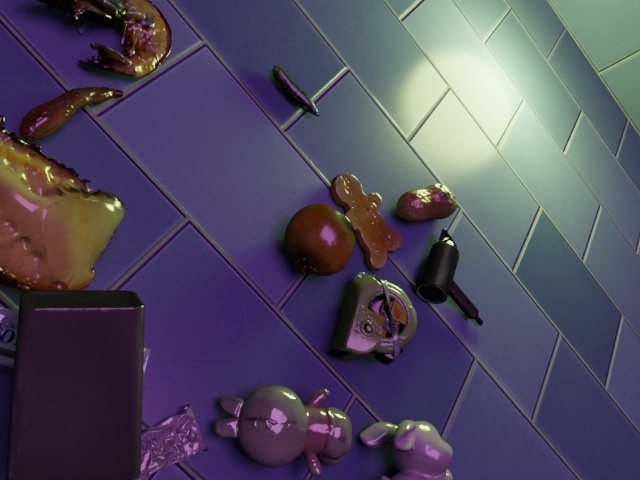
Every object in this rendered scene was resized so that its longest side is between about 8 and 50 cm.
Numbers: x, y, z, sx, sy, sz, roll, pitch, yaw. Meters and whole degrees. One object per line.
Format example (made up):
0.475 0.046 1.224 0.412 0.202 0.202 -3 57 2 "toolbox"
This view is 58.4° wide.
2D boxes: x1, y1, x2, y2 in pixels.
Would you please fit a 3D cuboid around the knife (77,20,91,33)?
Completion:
-0.434 -0.421 1.090 0.014 0.005 0.091 34 54 -22 "knife"

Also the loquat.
0.000 0.000 1.179 0.163 0.137 0.163 5 84 -50 "loquat"

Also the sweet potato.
-0.432 -0.232 0.994 0.050 0.050 0.214 51 47 -11 "sweet potato"

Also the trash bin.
-0.328 0.194 0.770 0.164 0.122 0.240 1 97 -26 "trash bin"

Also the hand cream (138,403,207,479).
-0.293 0.340 0.876 0.257 0.050 0.084 -16 85 -48 "hand cream"

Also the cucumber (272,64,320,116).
-0.060 -0.341 1.331 0.155 0.037 0.037 45 51 -13 "cucumber"

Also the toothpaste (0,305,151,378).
-0.423 0.158 0.834 0.336 0.067 0.081 24 57 -29 "toothpaste"

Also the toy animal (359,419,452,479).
0.175 0.459 1.143 0.178 0.127 0.193 15 67 -31 "toy animal"

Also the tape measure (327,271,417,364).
0.116 0.170 1.225 0.175 0.106 0.200 21 58 -14 "tape measure"

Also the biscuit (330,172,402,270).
0.102 -0.054 1.348 0.234 0.030 0.153 54 49 -7 "biscuit"

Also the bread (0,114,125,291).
-0.442 -0.030 0.835 0.262 0.163 0.204 47 45 -44 "bread"

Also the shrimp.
-0.401 -0.389 1.064 0.289 0.075 0.178 -7 81 -56 "shrimp"

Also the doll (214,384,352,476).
-0.048 0.332 1.025 0.275 0.113 0.155 23 63 -30 "doll"

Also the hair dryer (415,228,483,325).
0.352 0.118 1.463 0.248 0.078 0.195 49 49 -25 "hair dryer"

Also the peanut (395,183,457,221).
0.273 -0.096 1.466 0.214 0.099 0.099 -11 80 -34 "peanut"
